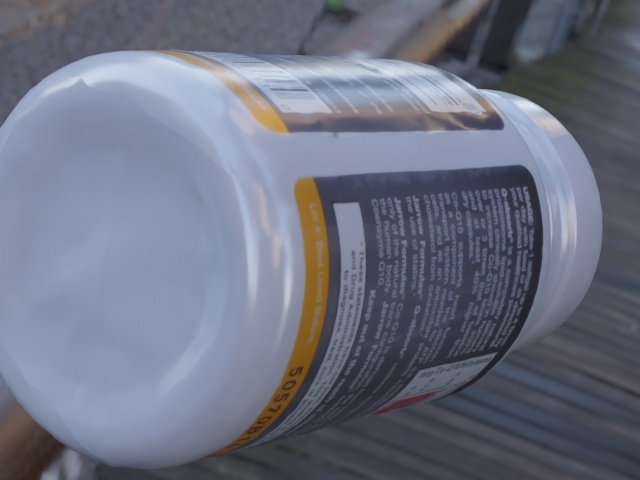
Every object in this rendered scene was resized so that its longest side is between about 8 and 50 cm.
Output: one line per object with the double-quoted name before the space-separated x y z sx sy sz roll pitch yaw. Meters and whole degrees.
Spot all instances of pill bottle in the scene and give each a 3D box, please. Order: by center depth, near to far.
"pill bottle" 0.000 0.000 0.763 0.162 0.162 0.278 31 21 31
